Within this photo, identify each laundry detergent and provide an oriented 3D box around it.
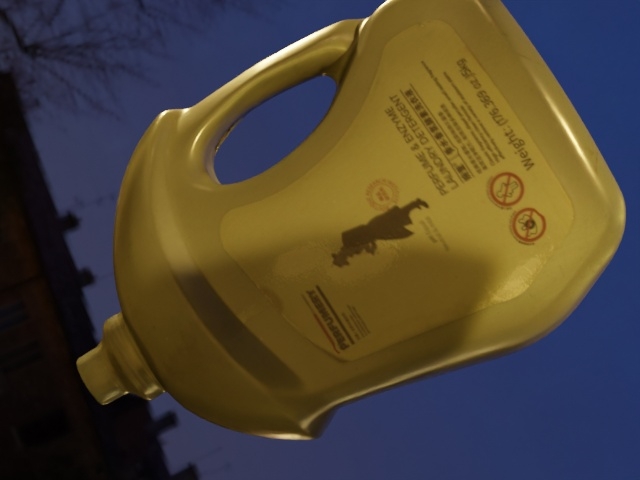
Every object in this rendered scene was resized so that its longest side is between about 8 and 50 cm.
[{"bbox_3d":[0.000,0.000,0.569,0.181,0.253,0.091,61,-2,5],"label":"laundry detergent"}]
